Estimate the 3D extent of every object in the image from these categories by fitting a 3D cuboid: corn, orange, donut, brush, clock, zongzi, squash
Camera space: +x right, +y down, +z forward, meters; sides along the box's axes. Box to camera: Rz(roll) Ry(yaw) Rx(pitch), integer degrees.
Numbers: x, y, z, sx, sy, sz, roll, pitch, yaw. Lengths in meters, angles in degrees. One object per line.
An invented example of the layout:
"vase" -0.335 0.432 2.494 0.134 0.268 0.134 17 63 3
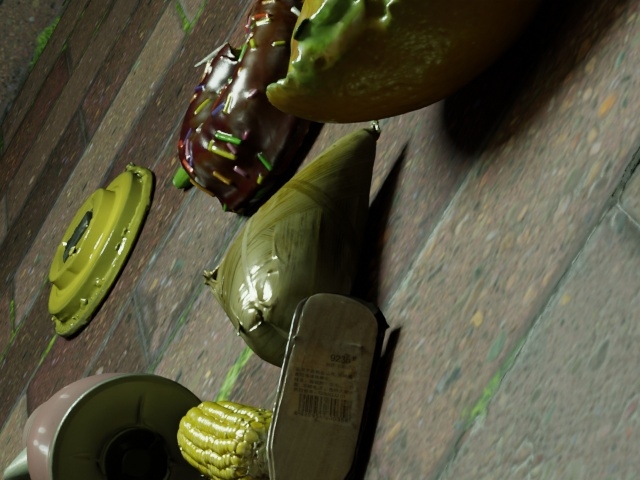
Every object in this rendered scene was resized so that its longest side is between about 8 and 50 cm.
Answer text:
"corn" -0.064 0.159 1.538 0.072 0.072 0.203 -65 17 -8
"orange" 0.079 -0.221 1.498 0.334 0.196 0.262 -49 6 25
"donut" -0.070 -0.138 1.970 0.230 0.096 0.216 -19 46 66
"brush" -0.015 0.183 1.383 0.065 0.070 0.327 109 175 -54
"clock" -0.282 0.005 2.450 0.237 0.057 0.237 -53 18 26
"zongzi" 0.000 0.000 1.568 0.197 0.099 0.194 -53 18 7
"squash" -0.145 -0.077 2.226 0.089 0.027 0.027 -40 27 55

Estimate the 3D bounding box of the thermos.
"thermos" -0.180 0.179 1.743 0.176 0.146 0.265 -24 6 -17
